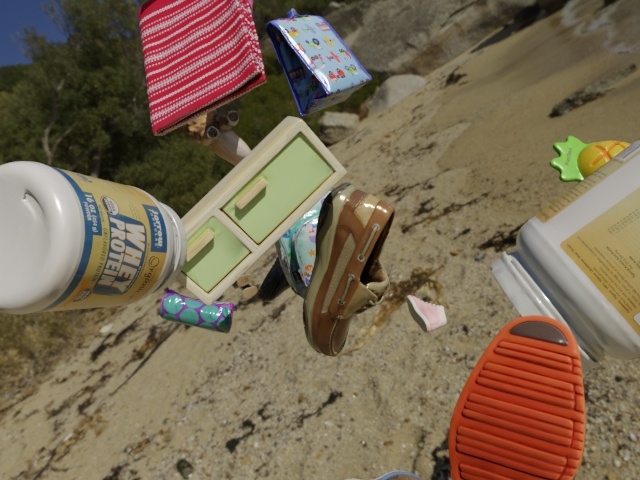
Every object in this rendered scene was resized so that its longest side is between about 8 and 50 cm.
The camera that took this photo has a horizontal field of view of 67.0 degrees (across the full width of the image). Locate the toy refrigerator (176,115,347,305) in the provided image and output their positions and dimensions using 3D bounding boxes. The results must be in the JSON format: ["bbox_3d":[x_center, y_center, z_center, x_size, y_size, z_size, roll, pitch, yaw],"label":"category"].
[{"bbox_3d":[-0.099,-0.044,0.681,0.269,0.102,0.094,-43,23,0],"label":"toy refrigerator"}]

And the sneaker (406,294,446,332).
[{"bbox_3d":[0.267,0.177,1.206,0.070,0.051,0.134,-15,28,-9],"label":"sneaker"}]

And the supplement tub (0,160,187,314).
[{"bbox_3d":[-0.254,0.002,0.528,0.144,0.144,0.199,-36,-14,13],"label":"supplement tub"}]

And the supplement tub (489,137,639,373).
[{"bbox_3d":[0.417,0.014,0.647,0.316,0.228,0.228,-41,9,20],"label":"supplement tub"}]

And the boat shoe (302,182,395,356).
[{"bbox_3d":[0.051,0.068,0.810,0.122,0.119,0.324,-43,-34,-52],"label":"boat shoe"}]

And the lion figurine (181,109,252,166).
[{"bbox_3d":[-0.249,-0.269,1.390,0.142,0.392,0.240,-49,27,-14],"label":"lion figurine"}]

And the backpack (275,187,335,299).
[{"bbox_3d":[0.000,0.000,1.187,0.225,0.254,0.191,-20,1,-14],"label":"backpack"}]

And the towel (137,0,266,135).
[{"bbox_3d":[-0.196,-0.310,0.753,0.198,0.275,0.031,-22,-26,14],"label":"towel"}]

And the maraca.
[{"bbox_3d":[0.513,-0.130,0.877,0.099,0.185,0.127,94,-163,-61],"label":"maraca"}]

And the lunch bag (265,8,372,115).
[{"bbox_3d":[-0.019,-0.550,1.428,0.221,0.293,0.138,-33,6,-41],"label":"lunch bag"}]

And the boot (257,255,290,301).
[{"bbox_3d":[-0.056,0.132,1.468,0.094,0.207,0.247,-38,19,46],"label":"boot"}]

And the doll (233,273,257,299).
[{"bbox_3d":[-0.222,0.072,1.180,0.046,0.129,0.189,-30,33,-25],"label":"doll"}]

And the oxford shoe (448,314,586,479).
[{"bbox_3d":[0.164,0.199,0.409,0.096,0.098,0.272,11,84,37],"label":"oxford shoe"}]

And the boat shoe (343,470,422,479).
[{"bbox_3d":[0.113,0.426,0.793,0.066,0.183,0.066,-8,76,58],"label":"boat shoe"}]

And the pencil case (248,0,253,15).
[{"bbox_3d":[-0.222,-0.484,1.141,0.095,0.210,0.098,-2,-11,44],"label":"pencil case"}]

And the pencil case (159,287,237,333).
[{"bbox_3d":[-0.253,0.145,1.001,0.064,0.151,0.070,-86,8,-72],"label":"pencil case"}]
